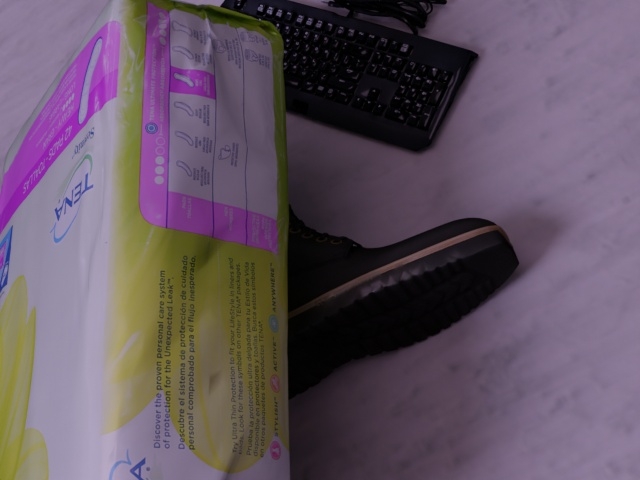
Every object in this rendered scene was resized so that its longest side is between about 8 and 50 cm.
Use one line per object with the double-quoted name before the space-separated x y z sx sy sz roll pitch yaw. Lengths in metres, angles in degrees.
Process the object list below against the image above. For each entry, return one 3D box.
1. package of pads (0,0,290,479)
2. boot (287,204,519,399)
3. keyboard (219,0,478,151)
"package of pads" -0.105 0.043 0.575 0.229 0.101 0.297 -32 53 53
"boot" 0.000 0.000 0.623 0.197 0.077 0.137 -24 57 12
"keyboard" 0.003 -0.129 0.692 0.192 0.038 0.100 21 79 29
